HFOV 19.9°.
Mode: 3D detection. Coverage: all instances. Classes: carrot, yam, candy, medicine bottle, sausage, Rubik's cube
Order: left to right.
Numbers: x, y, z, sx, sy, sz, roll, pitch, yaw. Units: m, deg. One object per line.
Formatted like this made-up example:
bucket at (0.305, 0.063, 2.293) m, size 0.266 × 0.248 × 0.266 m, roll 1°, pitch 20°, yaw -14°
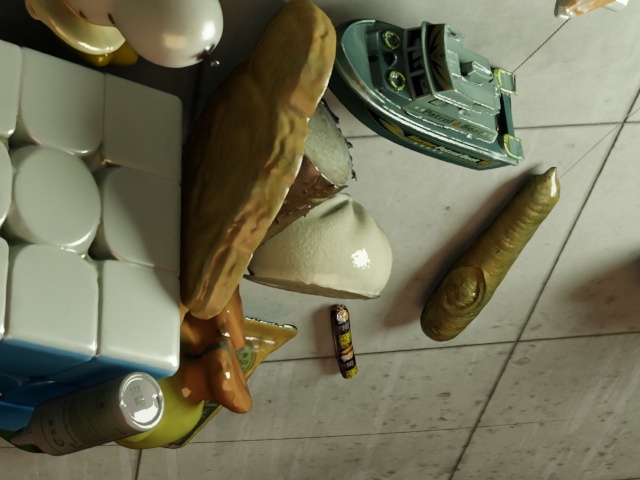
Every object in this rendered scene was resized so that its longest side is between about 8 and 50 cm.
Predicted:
Rubik's cube at (-0.327, 0.000, 1.730) m, size 0.290 × 0.291 × 0.292 m, roll 15°, pitch 156°, yaw -38°
medicine bottle at (-0.229, 0.168, 1.699) m, size 0.058 × 0.057 × 0.199 m, roll 20°, pitch 152°, yaw -41°
candy at (-0.159, 0.172, 2.309) m, size 0.143 × 0.101 × 0.271 m, roll 14°, pitch 135°, yaw -45°
yam at (-0.089, -0.048, 1.952) m, size 0.280 × 0.131 × 0.131 m, roll -33°, pitch 143°, yaw 32°
sausage at (0.031, 0.133, 2.375) m, size 0.028 × 0.025 × 0.198 m, roll -13°, pitch 149°, yaw -3°
carrot at (0.206, 0.022, 2.220) m, size 0.070 × 0.070 × 0.342 m, roll 4°, pitch 144°, yaw -24°

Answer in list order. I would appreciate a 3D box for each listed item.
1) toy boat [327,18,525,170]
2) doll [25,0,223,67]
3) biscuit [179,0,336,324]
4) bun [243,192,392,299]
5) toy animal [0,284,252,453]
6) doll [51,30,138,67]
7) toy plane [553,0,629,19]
toy boat at (0.105, -0.154, 1.830) m, size 0.122 × 0.114 × 0.296 m, roll -21°, pitch 155°, yaw 34°
doll at (-0.141, -0.282, 1.559) m, size 0.144 × 0.208 × 0.271 m, roll -30°, pitch 141°, yaw -61°
biscuit at (-0.096, -0.065, 1.775) m, size 0.051 × 0.269 × 0.376 m, roll 24°, pitch 104°, yaw -20°
bun at (0.000, 0.000, 2.056) m, size 0.173 × 0.119 × 0.173 m, roll 10°, pitch 176°, yaw 1°
toy animal at (-0.245, 0.158, 2.140) m, size 0.338 × 0.216 × 0.191 m, roll -8°, pitch 139°, yaw 7°
doll at (-0.198, -0.216, 1.704) m, size 0.113 × 0.071 × 0.135 m, roll -28°, pitch 135°, yaw 10°
toy plane at (0.302, -0.290, 1.699) m, size 0.245 × 0.117 × 0.244 m, roll -9°, pitch 147°, yaw -6°
